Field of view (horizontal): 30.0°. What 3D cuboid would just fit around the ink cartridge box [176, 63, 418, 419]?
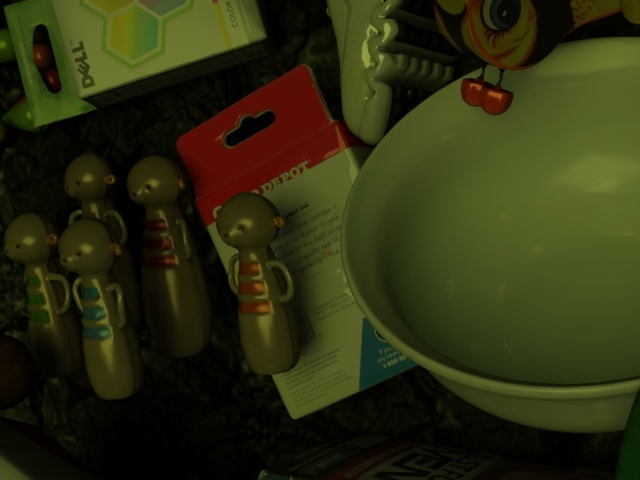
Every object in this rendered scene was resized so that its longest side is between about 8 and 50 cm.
[{"bbox_3d":[0.000,0.000,0.895,0.134,0.078,0.231,-27,81,24],"label":"ink cartridge box"}]

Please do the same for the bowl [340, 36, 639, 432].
[{"bbox_3d":[0.172,0.014,0.757,0.298,0.134,0.298,-11,45,12],"label":"bowl"}]

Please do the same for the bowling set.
[{"bbox_3d":[-0.164,0.027,0.855,0.287,0.200,0.154,3,106,48],"label":"bowling set"}]

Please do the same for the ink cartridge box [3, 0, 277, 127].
[{"bbox_3d":[-0.149,-0.171,0.931,0.209,0.062,0.109,-16,86,6],"label":"ink cartridge box"}]

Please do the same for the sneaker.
[{"bbox_3d":[0.039,-0.211,0.862,0.118,0.110,0.292,1,85,32],"label":"sneaker"}]

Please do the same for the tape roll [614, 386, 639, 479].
[{"bbox_3d":[0.310,0.136,0.593,0.321,0.077,0.321,-1,98,-8],"label":"tape roll"}]

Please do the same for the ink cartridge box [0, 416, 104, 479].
[{"bbox_3d":[-0.152,0.254,0.809,0.306,0.226,0.131,34,81,11],"label":"ink cartridge box"}]

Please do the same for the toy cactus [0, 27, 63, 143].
[{"bbox_3d":[-0.325,-0.119,1.034,0.219,0.112,0.180,24,113,11],"label":"toy cactus"}]

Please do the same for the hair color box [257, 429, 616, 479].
[{"bbox_3d":[0.146,0.211,0.788,0.347,0.174,0.105,6,94,24],"label":"hair color box"}]

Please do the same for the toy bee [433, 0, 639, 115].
[{"bbox_3d":[0.134,-0.170,0.766,0.298,0.195,0.162,-3,112,3],"label":"toy bee"}]
